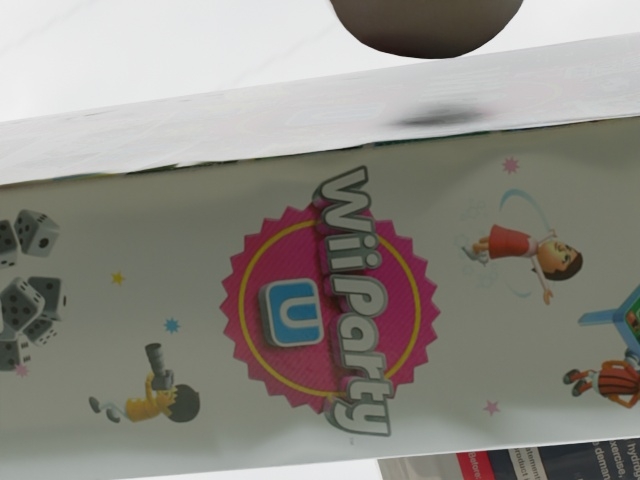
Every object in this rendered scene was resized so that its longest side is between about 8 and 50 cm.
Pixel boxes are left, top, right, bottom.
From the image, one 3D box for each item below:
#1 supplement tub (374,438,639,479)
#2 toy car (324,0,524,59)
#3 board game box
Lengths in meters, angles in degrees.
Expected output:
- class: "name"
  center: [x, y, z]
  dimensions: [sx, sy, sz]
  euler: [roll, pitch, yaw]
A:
- class: "supplement tub"
  center: [0.159, 0.078, 0.809]
  dimensions: [0.272, 0.191, 0.191]
  euler: [-16, -137, 0]
- class: "toy car"
  center: [0.055, -0.147, 0.576]
  dimensions: [0.136, 0.182, 0.159]
  euler: [3, -99, 20]
- class: "board game box"
  center: [0.000, 0.000, 0.609]
  dimensions: [0.303, 0.098, 0.224]
  euler: [-6, -169, 9]
